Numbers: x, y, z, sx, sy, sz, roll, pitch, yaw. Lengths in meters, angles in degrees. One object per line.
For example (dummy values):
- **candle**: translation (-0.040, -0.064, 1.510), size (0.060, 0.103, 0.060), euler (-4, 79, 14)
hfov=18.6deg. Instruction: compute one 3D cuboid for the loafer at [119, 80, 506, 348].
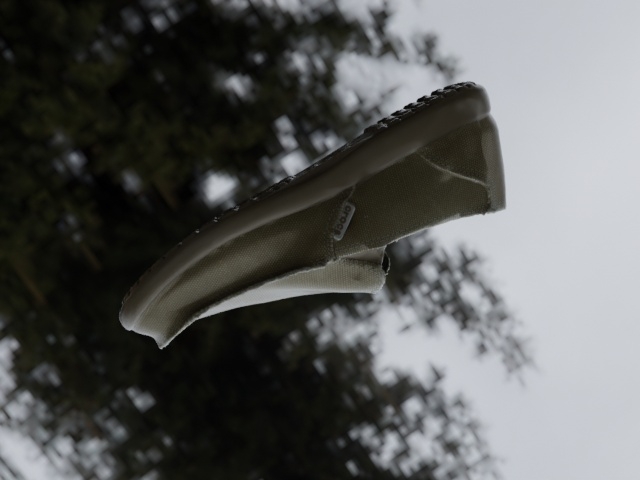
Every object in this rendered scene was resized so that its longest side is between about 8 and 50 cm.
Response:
- **loafer**: translation (0.000, 0.000, 0.664), size (0.148, 0.050, 0.056), euler (-30, -177, 8)
